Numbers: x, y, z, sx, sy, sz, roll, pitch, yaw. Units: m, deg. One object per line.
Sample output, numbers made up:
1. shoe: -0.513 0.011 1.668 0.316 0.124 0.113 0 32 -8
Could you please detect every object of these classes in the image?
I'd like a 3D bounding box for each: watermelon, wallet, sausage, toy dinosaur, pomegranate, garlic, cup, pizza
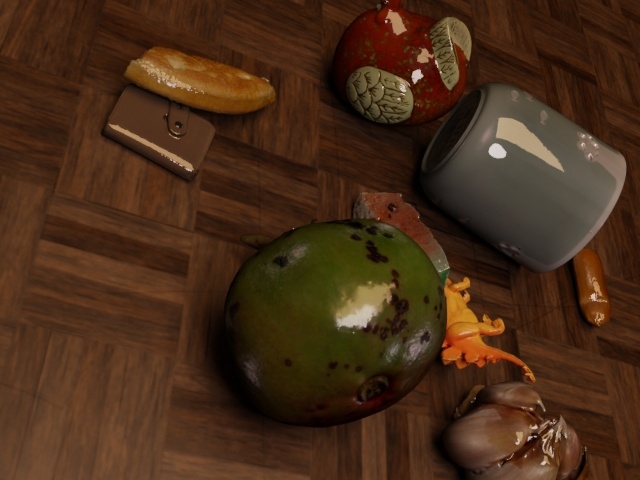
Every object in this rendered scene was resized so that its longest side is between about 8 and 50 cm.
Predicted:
1. watermelon: 0.113 0.011 1.191 0.095 0.154 0.241 12 42 -27
2. wallet: -0.238 -0.167 1.131 0.153 0.039 0.118 26 52 -15
3. sausage: 0.520 0.089 1.443 0.062 0.054 0.183 -3 60 2
4. toy dinosaur: 0.217 0.140 1.168 0.117 0.070 0.288 -24 43 -6
5. pomegranate: 0.012 0.071 0.976 0.291 0.291 0.323 8 57 -29
6. garlic: 0.279 0.313 1.075 0.160 0.191 0.214 -31 91 -17
7. cup: 0.339 -0.139 1.372 0.275 0.259 0.356 32 18 -11
8. pizza: -0.188 -0.252 1.191 0.271 0.056 0.134 -8 45 -49

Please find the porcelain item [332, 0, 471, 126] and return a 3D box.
1. porcelain item: 0.142 -0.330 1.336 0.253 0.253 0.252 17 53 -23
